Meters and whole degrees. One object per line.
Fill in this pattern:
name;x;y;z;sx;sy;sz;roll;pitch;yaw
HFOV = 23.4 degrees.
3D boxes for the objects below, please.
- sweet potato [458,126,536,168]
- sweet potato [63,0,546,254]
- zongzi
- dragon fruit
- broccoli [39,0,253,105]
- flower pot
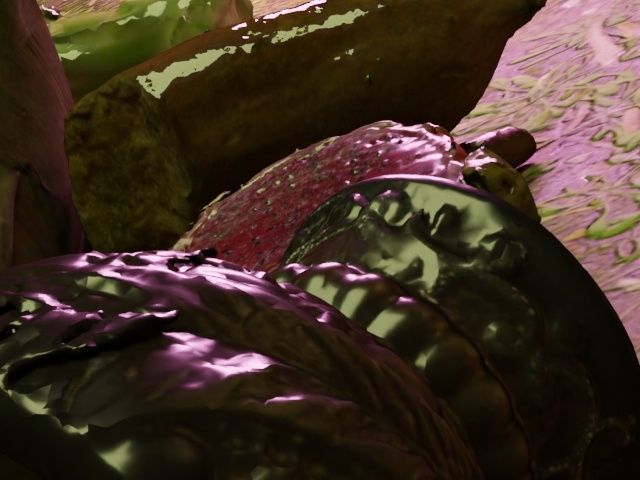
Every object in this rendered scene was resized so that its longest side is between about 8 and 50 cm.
sweet potato;0.004;-0.001;1.062;0.346;0.079;0.108;-26;7;-8
sweet potato;-0.009;-0.098;1.114;0.370;0.157;0.158;-23;20;-6
zongzi;-0.264;-0.062;1.124;0.174;0.392;0.356;-2;25;-3
dragon fruit;0.013;0.043;0.879;0.282;0.147;0.211;-20;30;28
broccoli;-0.246;-0.149;1.483;0.397;0.274;0.353;-30;28;3
flower pot;-0.019;0.106;0.592;0.267;0.266;0.267;-8;15;41
